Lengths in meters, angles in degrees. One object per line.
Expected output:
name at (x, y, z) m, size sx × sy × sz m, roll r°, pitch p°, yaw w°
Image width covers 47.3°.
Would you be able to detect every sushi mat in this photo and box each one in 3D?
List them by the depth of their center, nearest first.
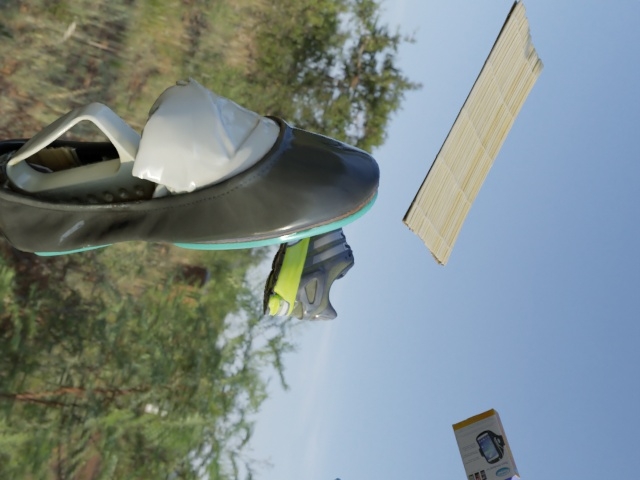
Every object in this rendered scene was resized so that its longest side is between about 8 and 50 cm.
sushi mat at (0.201, -0.131, 0.929) m, size 0.317 × 0.019 × 0.151 m, roll -62°, pitch 145°, yaw -7°

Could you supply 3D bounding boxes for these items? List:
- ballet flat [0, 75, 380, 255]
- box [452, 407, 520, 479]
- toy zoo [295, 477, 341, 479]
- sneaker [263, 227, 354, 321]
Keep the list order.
ballet flat at (-0.106, -0.043, 0.462) m, size 0.095 × 0.280 × 0.096 m, roll -75°, pitch 150°, yaw -46°
box at (0.278, 0.360, 1.226) m, size 0.081 × 0.028 × 0.136 m, roll -28°, pitch -129°, yaw 21°
toy zoo at (0.023, 0.534, 1.243) m, size 0.030 × 0.192 × 0.293 m, roll -48°, pitch -157°, yaw 28°
sneaker at (0.000, 0.000, 1.187) m, size 0.111 × 0.121 × 0.300 m, roll 138°, pitch -28°, yaw -65°
